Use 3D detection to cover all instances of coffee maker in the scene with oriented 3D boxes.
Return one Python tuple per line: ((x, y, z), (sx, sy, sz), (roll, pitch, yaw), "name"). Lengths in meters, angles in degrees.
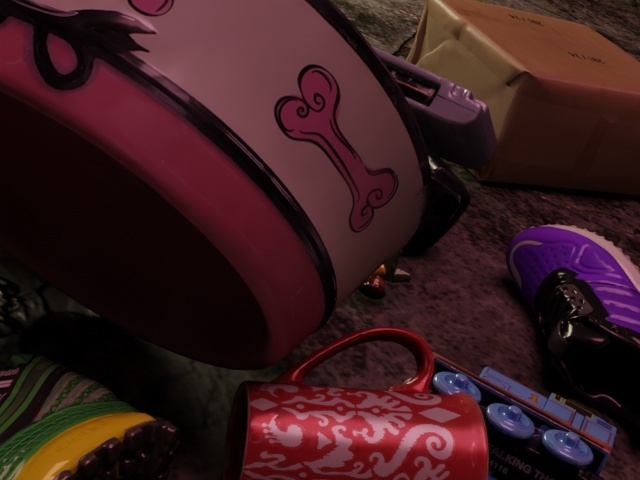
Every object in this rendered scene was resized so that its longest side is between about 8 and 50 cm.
((0.095, -0.079, 1.128), (0.171, 0.120, 0.178), (5, 34, -27), "coffee maker")

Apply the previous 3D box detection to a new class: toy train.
((0.155, 0.159, 0.820), (0.184, 0.080, 0.105), (27, 21, 15), "toy train")

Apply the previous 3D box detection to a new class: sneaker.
((0.270, 0.083, 0.989), (0.146, 0.102, 0.293), (-6, 39, -38), "sneaker")
((-0.240, 0.158, 0.540), (0.146, 0.134, 0.344), (27, 20, 24), "sneaker")

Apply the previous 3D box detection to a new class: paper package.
((0.323, -0.216, 1.454), (0.325, 0.168, 0.309), (3, 33, -28), "paper package")

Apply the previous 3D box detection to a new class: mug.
((0.019, 0.145, 0.721), (0.169, 0.113, 0.150), (8, 38, -13), "mug")

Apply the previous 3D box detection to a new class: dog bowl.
((-0.134, -0.060, 0.711), (0.408, 0.408, 0.150), (28, 65, 12), "dog bowl")

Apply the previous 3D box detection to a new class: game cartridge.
((0.084, -0.187, 1.268), (0.294, 0.060, 0.196), (28, -2, 20), "game cartridge")

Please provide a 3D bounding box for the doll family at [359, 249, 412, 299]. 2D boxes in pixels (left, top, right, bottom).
((0.000, 0.000, 0.972), (0.193, 0.111, 0.076), (18, -8, 7), "doll family")
